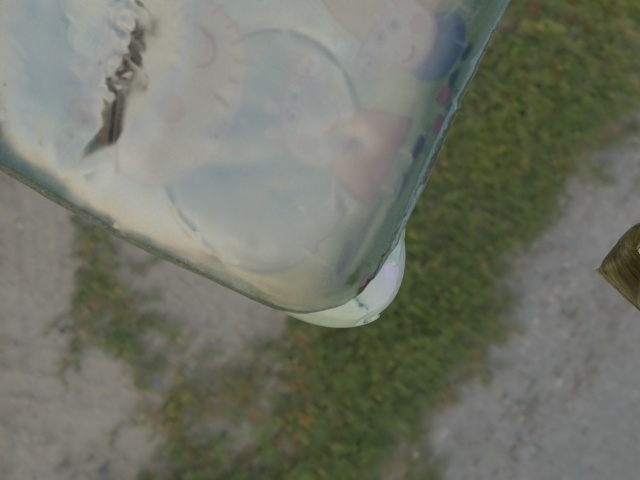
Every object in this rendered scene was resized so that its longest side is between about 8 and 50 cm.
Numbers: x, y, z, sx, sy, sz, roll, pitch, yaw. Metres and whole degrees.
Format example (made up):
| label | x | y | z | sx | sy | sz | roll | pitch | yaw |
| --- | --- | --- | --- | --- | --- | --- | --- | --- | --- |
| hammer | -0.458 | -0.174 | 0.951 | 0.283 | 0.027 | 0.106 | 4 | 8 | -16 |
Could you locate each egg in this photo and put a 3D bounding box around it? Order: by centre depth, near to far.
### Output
| label | x | y | z | sx | sy | sz | roll | pitch | yaw |
| --- | --- | --- | --- | --- | --- | --- | --- | --- | --- |
| egg | 0.000 | 0.000 | 1.821 | 0.183 | 0.183 | 0.217 | -43 | 122 | -15 |

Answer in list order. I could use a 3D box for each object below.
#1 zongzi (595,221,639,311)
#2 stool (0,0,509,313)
| label | x | y | z | sx | sy | sz | roll | pitch | yaw |
| --- | --- | --- | --- | --- | --- | --- | --- | --- | --- |
| zongzi | 0.307 | 0.038 | 1.133 | 0.187 | 0.184 | 0.084 | -27 | 157 | -35 |
| stool | -0.041 | -0.153 | 1.074 | 0.310 | 0.310 | 0.226 | -63 | 175 | 14 |
